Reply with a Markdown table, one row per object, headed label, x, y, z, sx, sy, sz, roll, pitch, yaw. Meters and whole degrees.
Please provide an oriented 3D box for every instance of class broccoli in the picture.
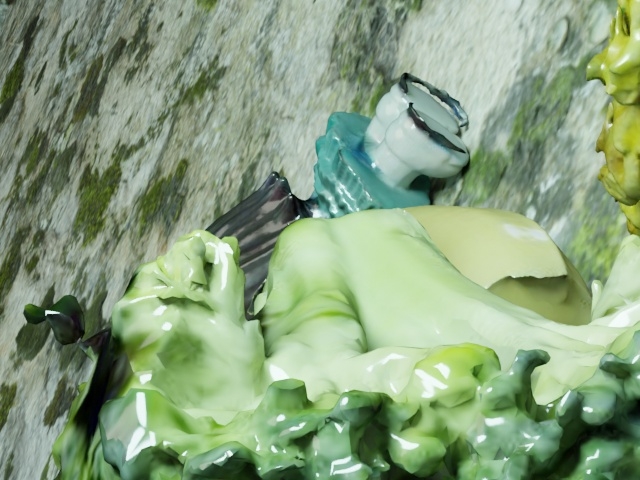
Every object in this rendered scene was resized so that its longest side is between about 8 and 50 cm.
| label | x | y | z | sx | sy | sz | roll | pitch | yaw |
| --- | --- | --- | --- | --- | --- | --- | --- | --- | --- |
| broccoli | 0.025 | 0.089 | 0.817 | 0.348 | 0.293 | 0.281 | -41 | 32 | 14 |

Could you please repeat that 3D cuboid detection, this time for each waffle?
| label | x | y | z | sx | sy | sz | roll | pitch | yaw |
| --- | --- | --- | --- | --- | --- | --- | --- | --- | --- |
| waffle | 0.177 | -0.119 | 0.933 | 0.243 | 0.059 | 0.237 | 46 | -125 | -74 |

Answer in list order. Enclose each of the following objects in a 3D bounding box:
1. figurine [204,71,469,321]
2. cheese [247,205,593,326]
| label | x | y | z | sx | sy | sz | roll | pitch | yaw |
| --- | --- | --- | --- | --- | --- | --- | --- | --- | --- |
| figurine | 0.000 | 0.000 | 1.315 | 0.245 | 0.110 | 0.138 | -47 | 29 | 25 |
| cheese | 0.024 | 0.099 | 1.128 | 0.259 | 0.128 | 0.316 | -61 | 25 | -9 |
